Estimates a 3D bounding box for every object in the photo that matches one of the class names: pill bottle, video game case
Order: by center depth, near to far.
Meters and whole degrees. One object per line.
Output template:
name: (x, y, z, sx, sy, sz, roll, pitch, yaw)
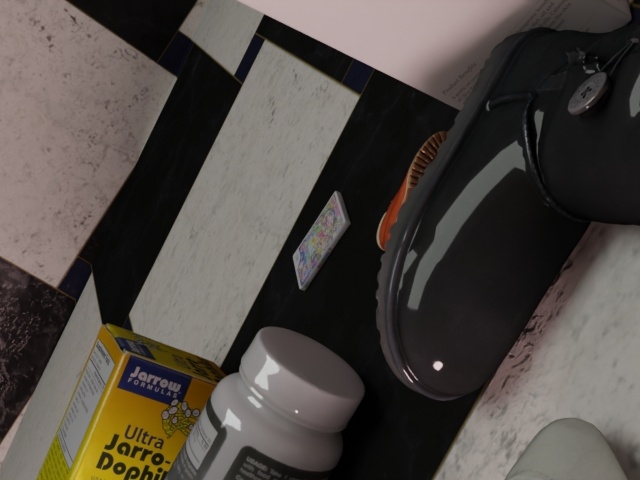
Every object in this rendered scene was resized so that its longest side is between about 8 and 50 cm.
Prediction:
pill bottle: (-0.074, 0.250, 1.167, 0.283, 0.161, 0.161, -60, 22, 14)
video game case: (0.000, 0.000, 1.453, 0.122, 0.011, 0.087, -57, 24, 23)

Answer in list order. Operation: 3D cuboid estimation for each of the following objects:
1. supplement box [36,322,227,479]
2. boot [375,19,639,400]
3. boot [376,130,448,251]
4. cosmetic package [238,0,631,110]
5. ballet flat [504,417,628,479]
supplement box: (-0.282, 0.331, 1.518, 0.356, 0.195, 0.194, -67, 22, 0)
boot: (0.238, -0.023, 0.782, 0.445, 0.146, 0.367, 7, 76, 63)
boot: (0.108, -0.052, 1.200, 0.158, 0.059, 0.084, -67, 17, 0)
cosmetic package: (0.099, -0.278, 1.030, 0.197, 0.365, 0.155, -44, 30, 42)
ballet flat: (0.135, 0.277, 0.665, 0.139, 0.139, 0.400, -43, 31, 45)
